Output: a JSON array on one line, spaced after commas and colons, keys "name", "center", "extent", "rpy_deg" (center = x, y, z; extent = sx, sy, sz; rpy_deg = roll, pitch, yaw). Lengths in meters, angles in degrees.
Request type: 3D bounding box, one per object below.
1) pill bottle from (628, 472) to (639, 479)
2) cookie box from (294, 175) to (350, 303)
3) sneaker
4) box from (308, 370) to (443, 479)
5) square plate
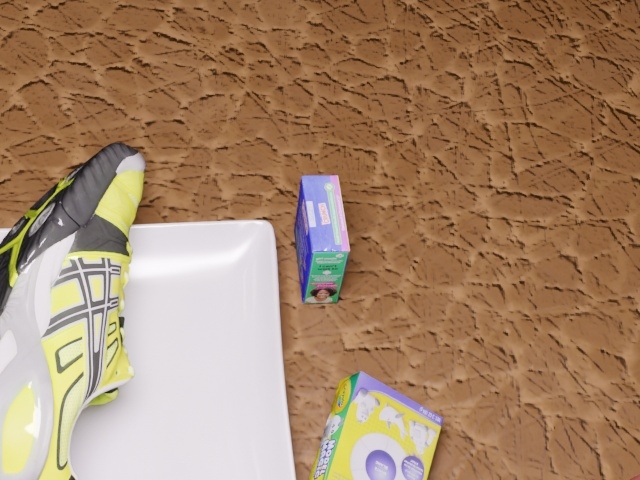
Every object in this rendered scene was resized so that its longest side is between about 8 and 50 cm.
[{"name": "pill bottle", "center": [0.261, 0.298, 1.301], "extent": [0.216, 0.121, 0.121], "rpy_deg": [-26, 65, -20]}, {"name": "cookie box", "center": [0.000, 0.000, 1.460], "extent": [0.040, 0.107, 0.092], "rpy_deg": [-3, 60, -8]}, {"name": "sneaker", "center": [-0.241, 0.075, 1.341], "extent": [0.147, 0.145, 0.385], "rpy_deg": [36, 54, -20]}, {"name": "box", "center": [0.044, 0.224, 1.346], "extent": [0.105, 0.043, 0.179], "rpy_deg": [30, 59, -19]}, {"name": "square plate", "center": [-0.204, 0.141, 1.390], "extent": [0.344, 0.049, 0.347], "rpy_deg": [-2, 59, -7]}]
